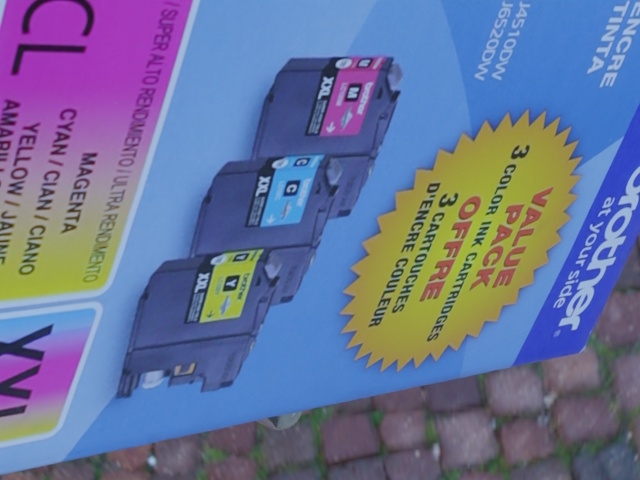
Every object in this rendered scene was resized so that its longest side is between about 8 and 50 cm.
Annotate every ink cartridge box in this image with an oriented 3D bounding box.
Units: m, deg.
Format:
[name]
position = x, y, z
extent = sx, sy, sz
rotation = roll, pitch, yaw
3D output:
[ink cartridge box]
position = 0.011, -0.087, 0.547
extent = 0.395, 0.270, 0.151
rotation = -9, 38, -43

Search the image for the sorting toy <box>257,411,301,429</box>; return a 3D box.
[sorting toy]
position = 0.000, 0.000, 1.274
extent = 0.041, 0.229, 0.307
rotation = 14, 82, 9
